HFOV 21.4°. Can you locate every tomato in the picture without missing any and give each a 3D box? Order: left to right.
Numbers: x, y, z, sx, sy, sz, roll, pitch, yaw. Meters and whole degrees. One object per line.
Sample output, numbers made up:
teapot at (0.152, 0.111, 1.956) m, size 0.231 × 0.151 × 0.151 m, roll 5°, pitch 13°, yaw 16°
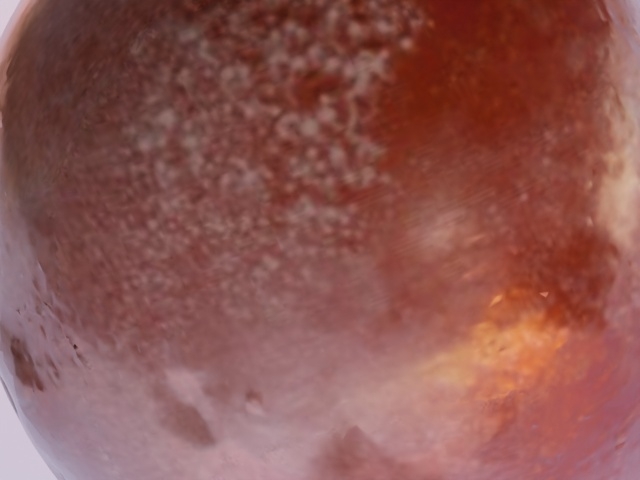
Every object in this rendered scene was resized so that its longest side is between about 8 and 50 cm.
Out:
tomato at (0.000, 0.000, 0.558) m, size 0.227 × 0.270 × 0.270 m, roll -27°, pitch -139°, yaw -19°
